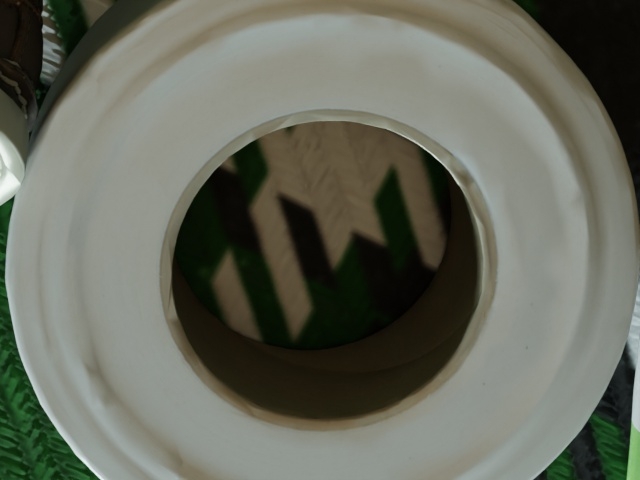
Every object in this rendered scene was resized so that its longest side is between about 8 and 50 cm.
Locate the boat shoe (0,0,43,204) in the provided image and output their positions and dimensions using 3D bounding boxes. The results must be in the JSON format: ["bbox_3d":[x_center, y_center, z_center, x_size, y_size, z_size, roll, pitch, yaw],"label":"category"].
[{"bbox_3d":[-0.276,-0.068,0.747,0.324,0.097,0.116,-2,148,12],"label":"boat shoe"}]

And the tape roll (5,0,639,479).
[{"bbox_3d":[0.000,0.000,0.804,0.286,0.100,0.286,-1,106,-5],"label":"tape roll"}]

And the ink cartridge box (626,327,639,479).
[{"bbox_3d":[0.287,0.094,0.801,0.272,0.115,0.198,8,107,19],"label":"ink cartridge box"}]
